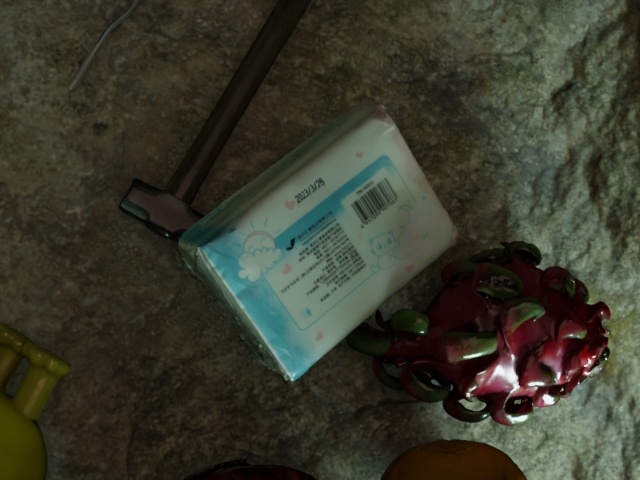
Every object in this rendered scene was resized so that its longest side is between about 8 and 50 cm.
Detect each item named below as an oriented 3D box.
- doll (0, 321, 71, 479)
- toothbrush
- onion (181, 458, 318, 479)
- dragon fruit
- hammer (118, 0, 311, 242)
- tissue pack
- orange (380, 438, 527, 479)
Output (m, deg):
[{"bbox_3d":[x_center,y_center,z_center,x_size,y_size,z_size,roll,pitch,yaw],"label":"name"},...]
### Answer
[{"bbox_3d":[-0.385,0.262,1.006,0.199,0.145,0.362,26,85,32],"label":"doll"},{"bbox_3d":[-0.251,-0.241,1.157,0.017,0.014,0.162,34,76,-21],"label":"toothbrush"},{"bbox_3d":[-0.077,0.345,1.025,0.247,0.190,0.246,-5,101,-25],"label":"onion"},{"bbox_3d":[0.192,0.120,1.125,0.273,0.218,0.198,-30,53,-10],"label":"dragon fruit"},{"bbox_3d":[-0.101,-0.163,1.168,0.111,0.043,0.365,31,75,-8],"label":"hammer"},{"bbox_3d":[-0.001,-0.002,1.109,0.271,0.124,0.201,-38,111,-16],"label":"tissue pack"},{"bbox_3d":[0.148,0.301,1.091,0.178,0.177,0.155,10,92,-11],"label":"orange"}]
